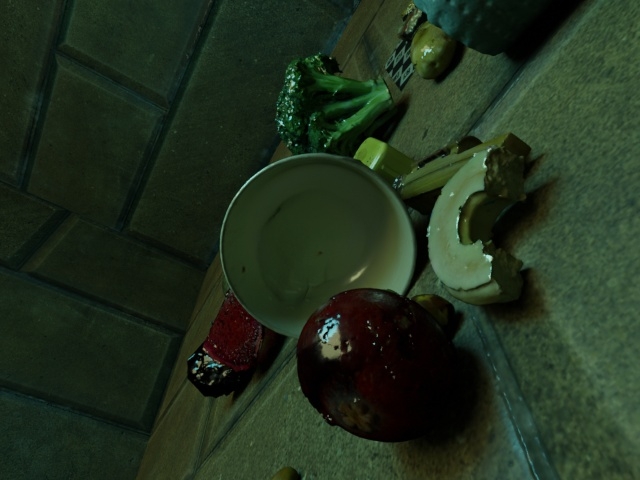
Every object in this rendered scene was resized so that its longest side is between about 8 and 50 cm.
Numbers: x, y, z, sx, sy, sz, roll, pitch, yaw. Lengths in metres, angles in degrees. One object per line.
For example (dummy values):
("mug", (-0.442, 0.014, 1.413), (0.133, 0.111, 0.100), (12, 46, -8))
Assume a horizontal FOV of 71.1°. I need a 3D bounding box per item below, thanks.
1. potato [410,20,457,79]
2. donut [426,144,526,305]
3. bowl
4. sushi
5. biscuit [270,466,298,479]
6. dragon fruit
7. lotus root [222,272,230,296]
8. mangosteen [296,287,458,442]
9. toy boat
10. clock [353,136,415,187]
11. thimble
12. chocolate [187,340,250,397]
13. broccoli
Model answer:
("potato", (0.221, -0.383, 0.880), (0.107, 0.079, 0.171), (117, 167, -48))
("donut", (0.168, -0.007, 0.478), (0.108, 0.065, 0.166), (144, 137, -61))
("bowl", (0.000, 0.000, 0.680), (0.277, 0.277, 0.145), (-59, 5, 15))
("sushi", (0.231, -0.533, 1.120), (0.264, 0.050, 0.290), (-56, 19, 25))
("biscuit", (-0.065, 0.428, 0.590), (0.164, 0.047, 0.208), (-62, 16, 3))
("dragon fruit", (-0.169, 0.189, 1.074), (0.189, 0.162, 0.262), (-67, 3, -61))
("lotus root", (-0.215, 0.105, 1.367), (0.173, 0.173, 0.309), (-101, 33, -64))
("mangosteen", (0.065, 0.121, 0.482), (0.166, 0.166, 0.180), (-53, -11, 32))
("toy boat", (0.176, -0.092, 0.596), (0.226, 0.068, 0.088), (-23, 40, 65))
("clock", (0.082, -0.075, 0.811), (0.202, 0.096, 0.143), (-59, 15, 13))
("thimble", (0.234, -0.372, 0.631), (0.235, 0.198, 0.143), (-25, -18, -44))
("chocolate", (-0.239, 0.326, 1.153), (0.133, 0.156, 0.156), (-20, 44, 43))
("broccoli", (0.037, -0.288, 1.039), (0.275, 0.308, 0.308), (-18, 36, 19))
